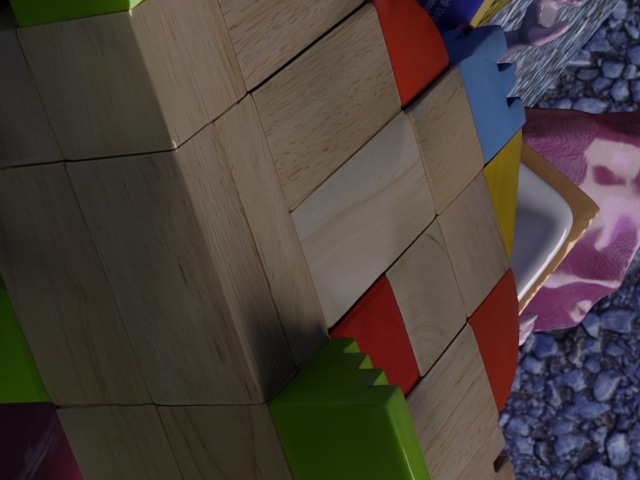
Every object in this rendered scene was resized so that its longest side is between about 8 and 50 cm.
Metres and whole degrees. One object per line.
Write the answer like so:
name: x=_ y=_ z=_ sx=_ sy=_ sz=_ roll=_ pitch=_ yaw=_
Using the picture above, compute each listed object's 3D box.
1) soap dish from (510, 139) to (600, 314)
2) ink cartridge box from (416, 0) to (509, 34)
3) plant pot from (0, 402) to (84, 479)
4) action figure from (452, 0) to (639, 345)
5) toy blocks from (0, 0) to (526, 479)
soap dish: x=-0.010 y=0.021 z=1.038 sx=0.291 sy=0.229 sz=0.118 roll=-52 pitch=-170 yaw=2
ink cartridge box: x=0.168 y=-0.279 z=1.228 sx=0.307 sy=0.072 sz=0.303 roll=-48 pitch=174 yaw=-45
plant pot: x=-0.163 y=0.138 z=0.808 sx=0.201 sy=0.201 sz=0.180 roll=-58 pitch=-174 yaw=42
action figure: x=0.101 y=-0.065 z=1.307 sx=0.370 sy=0.276 sz=0.248 roll=20 pitch=90 yaw=-43
toy blocks: x=0.000 y=0.000 z=0.709 sx=0.191 sy=0.381 sz=0.261 roll=-5 pitch=-155 yaw=32
